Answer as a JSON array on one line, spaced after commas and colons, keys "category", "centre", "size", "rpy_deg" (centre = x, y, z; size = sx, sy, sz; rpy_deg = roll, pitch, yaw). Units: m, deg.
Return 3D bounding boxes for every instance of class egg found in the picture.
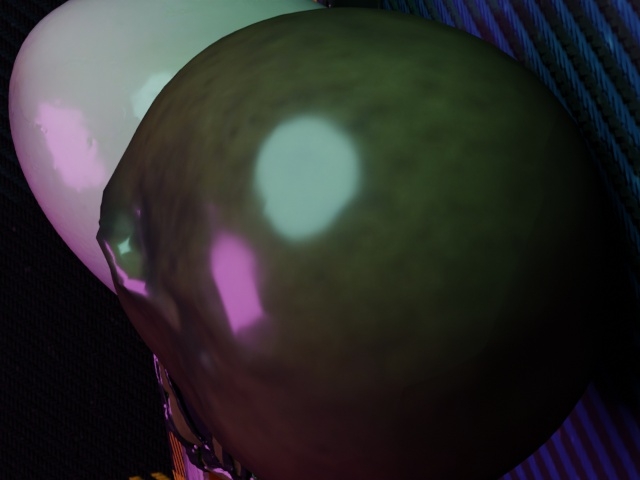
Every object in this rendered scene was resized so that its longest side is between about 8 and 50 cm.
[{"category": "egg", "centre": [-0.079, -0.071, 1.440], "size": [0.283, 0.345, 0.283], "rpy_deg": [-50, 22, 29]}]

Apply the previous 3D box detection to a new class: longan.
[{"category": "longan", "centre": [0.023, 0.006, 1.110], "size": [0.319, 0.319, 0.319], "rpy_deg": [171, 90, -78]}]

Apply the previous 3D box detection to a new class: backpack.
[{"category": "backpack", "centre": [-0.092, 0.153, 2.017], "size": [0.207, 0.140, 0.253], "rpy_deg": [22, 121, 49]}]

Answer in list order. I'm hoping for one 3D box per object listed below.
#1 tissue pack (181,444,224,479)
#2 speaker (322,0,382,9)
[{"category": "tissue pack", "centre": [-0.105, 0.253, 2.253], "size": [0.185, 0.124, 0.225], "rpy_deg": [-125, 28, -62]}, {"category": "speaker", "centre": [0.025, -0.174, 1.548], "size": [0.040, 0.046, 0.191], "rpy_deg": [-115, 20, -49]}]
